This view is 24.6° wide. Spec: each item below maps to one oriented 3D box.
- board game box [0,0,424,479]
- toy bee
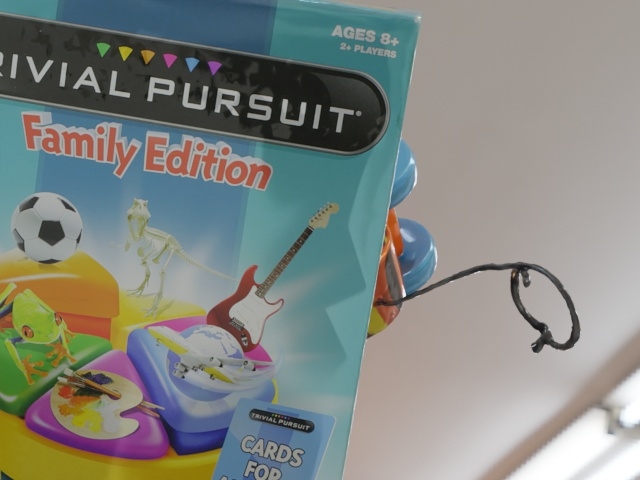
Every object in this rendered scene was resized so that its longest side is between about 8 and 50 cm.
[{"bbox_3d":[-0.097,0.024,0.789,0.254,0.336,0.079,9,12,3],"label":"board game box"},{"bbox_3d":[0.000,0.000,0.935,0.298,0.162,0.195,22,-42,66],"label":"toy bee"}]
